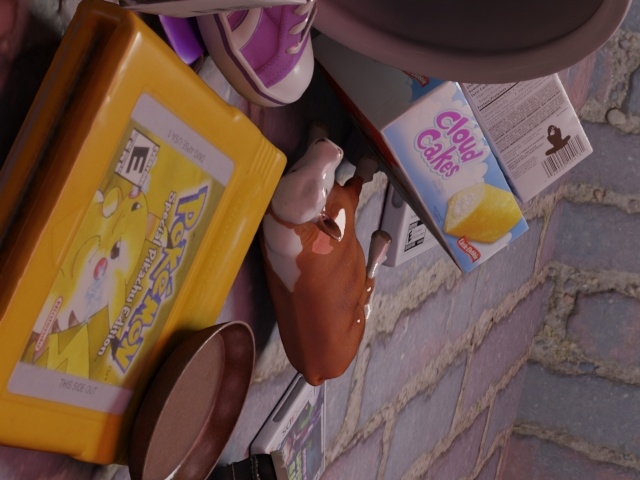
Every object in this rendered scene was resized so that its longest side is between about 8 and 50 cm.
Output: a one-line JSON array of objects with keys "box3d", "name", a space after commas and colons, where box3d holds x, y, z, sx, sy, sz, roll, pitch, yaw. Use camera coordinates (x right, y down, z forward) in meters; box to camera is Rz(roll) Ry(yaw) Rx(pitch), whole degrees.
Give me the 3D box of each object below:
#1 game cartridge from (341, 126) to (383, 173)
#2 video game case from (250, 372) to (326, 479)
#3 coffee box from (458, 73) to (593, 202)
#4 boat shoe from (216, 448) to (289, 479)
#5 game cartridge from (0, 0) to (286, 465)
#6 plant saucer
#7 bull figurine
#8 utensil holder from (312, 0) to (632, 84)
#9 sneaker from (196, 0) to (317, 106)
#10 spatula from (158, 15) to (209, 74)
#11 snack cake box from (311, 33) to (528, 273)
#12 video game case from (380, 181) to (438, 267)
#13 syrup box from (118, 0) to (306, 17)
[{"box3d": [0.175, -0.190, 1.591, 0.355, 0.068, 0.230, -8, 129, -59], "name": "game cartridge"}, {"box3d": [-0.034, 0.252, 1.560, 0.173, 0.022, 0.190, -54, 152, -48], "name": "video game case"}, {"box3d": [0.166, -0.173, 1.362, 0.098, 0.141, 0.246, -37, 134, 0], "name": "coffee box"}, {"box3d": [-0.072, 0.305, 1.431, 0.233, 0.079, 0.084, 91, -19, -46], "name": "boat shoe"}, {"box3d": [-0.139, 0.018, 0.962, 0.285, 0.052, 0.323, -66, 159, -5], "name": "game cartridge"}, {"box3d": [-0.105, 0.137, 1.076, 0.168, 0.029, 0.168, -55, 159, -34], "name": "plant saucer"}, {"box3d": [0.000, 0.000, 1.338, 0.188, 0.101, 0.310, -60, 156, -44], "name": "bull figurine"}, {"box3d": [0.138, -0.380, 1.115, 0.327, 0.327, 0.385, 73, 33, -58], "name": "utensil holder"}, {"box3d": [-0.011, -0.203, 0.994, 0.282, 0.161, 0.102, 71, 29, -49], "name": "sneaker"}, {"box3d": [-0.100, -0.104, 1.071, 0.084, 0.030, 0.296, -60, 156, -46], "name": "spatula"}, {"box3d": [0.102, -0.101, 1.363, 0.089, 0.152, 0.264, -35, 140, 1], "name": "snack cake box"}, {"box3d": [0.164, -0.134, 1.833, 0.329, 0.036, 0.300, -22, 124, -67], "name": "video game case"}, {"box3d": [-0.074, -0.261, 0.823, 0.096, 0.093, 0.237, -17, 102, -71], "name": "syrup box"}]
